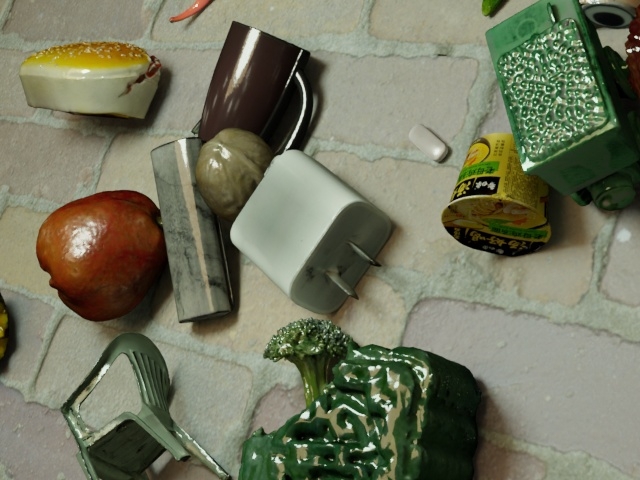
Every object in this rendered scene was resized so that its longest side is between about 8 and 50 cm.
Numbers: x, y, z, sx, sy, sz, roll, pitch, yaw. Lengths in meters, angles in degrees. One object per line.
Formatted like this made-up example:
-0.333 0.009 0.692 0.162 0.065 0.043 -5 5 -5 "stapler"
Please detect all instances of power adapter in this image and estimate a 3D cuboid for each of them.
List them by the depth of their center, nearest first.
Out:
0.000 0.000 1.810 0.255 0.124 0.187 40 100 44 "power adapter"

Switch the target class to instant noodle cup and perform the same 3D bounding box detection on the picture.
0.245 -0.066 1.614 0.151 0.151 0.122 -12 54 37 "instant noodle cup"

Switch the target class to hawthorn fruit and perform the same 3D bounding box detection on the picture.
-0.359 0.014 2.074 0.260 0.224 0.224 -28 51 4 "hawthorn fruit"

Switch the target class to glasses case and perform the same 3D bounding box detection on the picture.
0.164 -0.149 1.806 0.032 0.021 0.083 -54 45 11 "glasses case"
-0.219 -0.017 1.983 0.114 0.060 0.299 -15 81 36 "glasses case"

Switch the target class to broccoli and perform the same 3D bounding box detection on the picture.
-0.012 0.212 1.748 0.118 0.122 0.204 -26 68 48 "broccoli"

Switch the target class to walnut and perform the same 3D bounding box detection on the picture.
-0.132 -0.103 1.917 0.140 0.162 0.140 -6 54 8 "walnut"

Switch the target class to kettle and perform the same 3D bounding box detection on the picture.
-0.105 -0.232 2.023 0.202 0.144 0.232 24 97 17 "kettle"

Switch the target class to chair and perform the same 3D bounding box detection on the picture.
-0.277 0.303 1.862 0.190 0.203 0.275 -44 54 1 "chair"

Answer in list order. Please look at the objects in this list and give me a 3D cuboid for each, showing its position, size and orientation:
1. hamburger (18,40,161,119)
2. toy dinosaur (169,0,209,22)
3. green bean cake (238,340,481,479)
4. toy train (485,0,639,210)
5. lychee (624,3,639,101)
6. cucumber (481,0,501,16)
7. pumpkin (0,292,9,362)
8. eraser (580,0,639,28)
-0.448 -0.314 2.293 0.295 0.227 0.152 16 104 41 "hamburger"
-0.165 -0.508 2.261 0.139 0.070 0.286 34 96 23 "toy dinosaur"
0.039 0.293 1.584 0.307 0.169 0.300 -3 71 36 "green bean cake"
0.336 -0.171 1.537 0.145 0.202 0.266 -28 55 27 "toy train"
0.490 -0.228 1.385 0.304 0.275 0.276 44 102 19 "lychee"
0.295 -0.415 1.809 0.168 0.039 0.039 -51 46 12 "cucumber"
-0.670 0.211 2.337 0.130 0.149 0.254 43 98 1 "pumpkin"
0.410 -0.447 1.690 0.171 0.087 0.291 5 74 40 "eraser"
